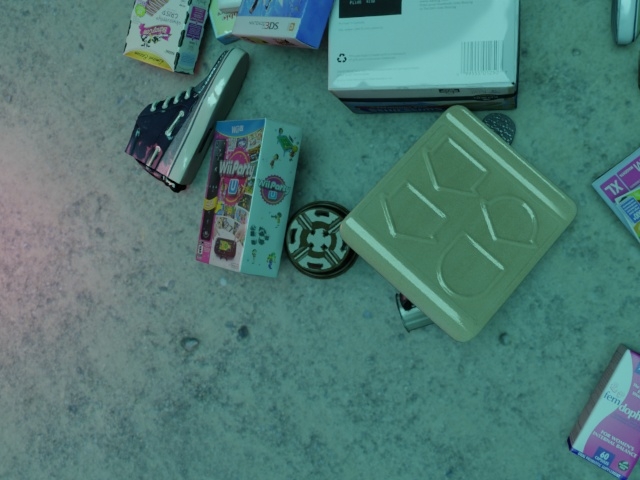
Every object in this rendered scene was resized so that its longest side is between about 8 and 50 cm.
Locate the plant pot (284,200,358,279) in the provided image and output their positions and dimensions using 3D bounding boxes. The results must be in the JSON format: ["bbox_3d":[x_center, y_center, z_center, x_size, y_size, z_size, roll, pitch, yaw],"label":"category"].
[{"bbox_3d":[0.000,0.000,1.577,0.167,0.165,0.167,0,91,3],"label":"plant pot"}]

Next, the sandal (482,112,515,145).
[{"bbox_3d":[0.311,-0.134,1.578,0.097,0.054,0.254,34,88,6],"label":"sandal"}]

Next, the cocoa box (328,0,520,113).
[{"bbox_3d":[0.206,-0.378,1.511,0.347,0.228,0.231,1,87,15],"label":"cocoa box"}]

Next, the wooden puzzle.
[{"bbox_3d":[0.259,-0.033,1.489,0.322,0.080,0.348,42,81,5],"label":"wooden puzzle"}]

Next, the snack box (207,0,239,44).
[{"bbox_3d":[-0.096,-0.565,1.682,0.322,0.060,0.187,-16,84,14],"label":"snack box"}]

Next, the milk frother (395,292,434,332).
[{"bbox_3d":[0.216,0.091,1.580,0.134,0.129,0.143,-19,41,13],"label":"milk frother"}]

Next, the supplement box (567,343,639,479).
[{"bbox_3d":[0.565,0.317,1.466,0.111,0.114,0.220,28,94,14],"label":"supplement box"}]

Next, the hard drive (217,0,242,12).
[{"bbox_3d":[-0.065,-0.590,1.622,0.307,0.040,0.203,-2,88,14],"label":"hard drive"}]

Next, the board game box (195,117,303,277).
[{"bbox_3d":[-0.151,-0.090,1.608,0.224,0.097,0.303,10,90,57],"label":"board game box"}]

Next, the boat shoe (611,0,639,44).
[{"bbox_3d":[0.608,-0.518,1.474,0.094,0.109,0.302,6,88,13],"label":"boat shoe"}]

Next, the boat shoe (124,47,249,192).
[{"bbox_3d":[-0.295,-0.285,1.692,0.158,0.127,0.340,30,97,6],"label":"boat shoe"}]

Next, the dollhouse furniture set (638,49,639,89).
[{"bbox_3d":[0.690,-0.246,1.399,0.161,0.212,0.242,-18,59,13],"label":"dollhouse furniture set"}]

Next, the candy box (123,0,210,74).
[{"bbox_3d":[-0.328,-0.494,1.702,0.159,0.071,0.233,22,105,27],"label":"candy box"}]

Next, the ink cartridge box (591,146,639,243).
[{"bbox_3d":[0.672,-0.042,1.438,0.311,0.065,0.186,52,125,8],"label":"ink cartridge box"}]

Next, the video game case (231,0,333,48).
[{"bbox_3d":[-0.052,-0.508,1.495,0.244,0.061,0.269,23,96,52],"label":"video game case"}]
